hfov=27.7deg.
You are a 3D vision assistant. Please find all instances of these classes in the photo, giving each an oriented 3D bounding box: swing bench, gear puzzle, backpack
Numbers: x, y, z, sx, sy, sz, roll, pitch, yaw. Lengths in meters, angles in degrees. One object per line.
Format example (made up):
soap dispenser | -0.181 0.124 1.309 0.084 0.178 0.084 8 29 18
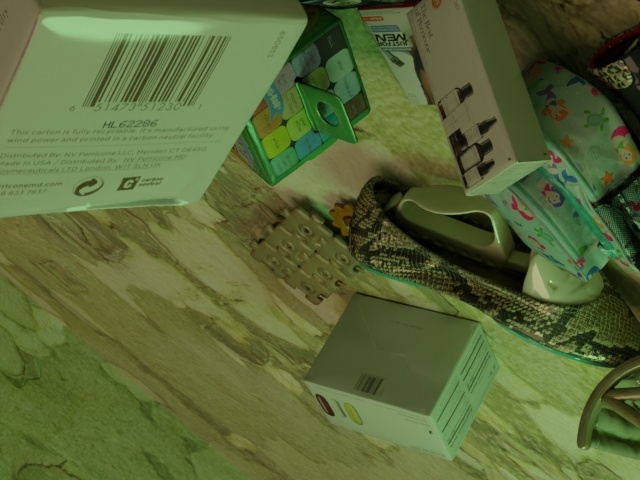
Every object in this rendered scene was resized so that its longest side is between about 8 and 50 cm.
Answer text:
swing bench | 0.543 0.263 1.854 0.255 0.165 0.253 13 175 38
gear puzzle | 0.000 0.000 2.228 0.175 0.044 0.339 38 150 -6
backpack | 0.299 -0.089 1.584 0.253 0.191 0.225 57 173 -28

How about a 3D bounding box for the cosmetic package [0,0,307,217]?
cosmetic package | -0.283 -0.280 1.484 0.327 0.330 0.393 -54 52 42

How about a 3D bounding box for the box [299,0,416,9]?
box | 0.017 -0.321 1.521 0.147 0.077 0.180 3 -176 43

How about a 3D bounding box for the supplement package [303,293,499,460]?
supplement package | 0.144 0.237 2.280 0.262 0.204 0.145 12 147 34

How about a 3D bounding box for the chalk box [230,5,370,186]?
chalk box | -0.065 -0.209 1.690 0.289 0.179 0.180 41 163 39

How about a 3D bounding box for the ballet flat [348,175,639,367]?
ballet flat | 0.257 0.028 1.896 0.483 0.164 0.182 23 131 21

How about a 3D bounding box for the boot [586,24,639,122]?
boot | 0.422 -0.165 1.445 0.178 0.085 0.236 44 156 -17

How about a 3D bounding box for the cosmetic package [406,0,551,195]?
cosmetic package | 0.179 -0.180 1.497 0.099 0.060 0.239 -35 67 49

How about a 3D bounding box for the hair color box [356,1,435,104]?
hair color box | 0.128 -0.250 1.660 0.093 0.053 0.167 4 143 42
